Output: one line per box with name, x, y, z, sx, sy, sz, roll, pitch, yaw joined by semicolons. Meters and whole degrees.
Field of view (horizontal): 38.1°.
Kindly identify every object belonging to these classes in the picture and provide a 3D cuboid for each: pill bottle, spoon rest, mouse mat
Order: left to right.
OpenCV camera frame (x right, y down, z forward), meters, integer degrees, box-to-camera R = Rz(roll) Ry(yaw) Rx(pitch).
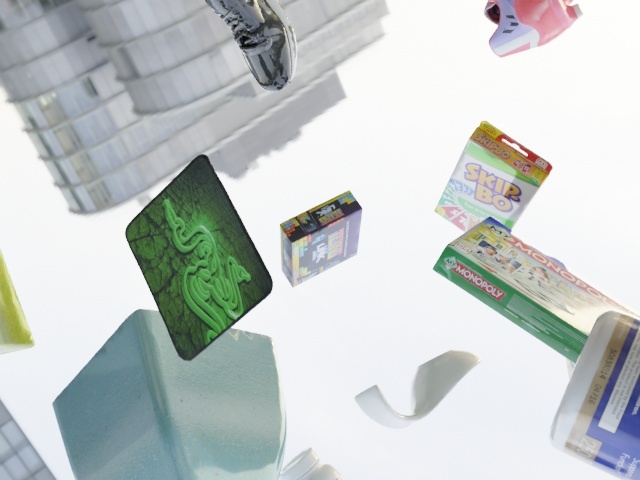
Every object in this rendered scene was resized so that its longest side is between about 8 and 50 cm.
mouse mat;-0.139;0.018;1.017;0.153;0.189;0.007;-41;155;24
pill bottle;0.010;0.382;1.340;0.087;0.160;0.087;-38;-179;0
spoon rest;0.172;0.248;1.541;0.276;0.084;0.137;-13;163;-47
pill bottle;0.366;0.181;0.874;0.265;0.153;0.153;23;-134;19

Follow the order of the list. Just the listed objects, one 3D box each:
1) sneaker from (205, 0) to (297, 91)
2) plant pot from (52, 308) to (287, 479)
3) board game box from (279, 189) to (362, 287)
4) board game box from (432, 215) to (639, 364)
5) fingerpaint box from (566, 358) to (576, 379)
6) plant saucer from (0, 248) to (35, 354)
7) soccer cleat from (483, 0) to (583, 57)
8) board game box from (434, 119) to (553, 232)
sneaker;-0.132;-0.363;1.450;0.107;0.283;0.124;-5;-164;42
plant pot;-0.194;0.284;1.287;0.247;0.248;0.252;-45;-134;28
board game box;0.000;0.000;1.630;0.141;0.170;0.048;-26;-115;-14
board game box;0.326;0.086;1.265;0.317;0.046;0.213;34;-156;15
fingerpaint box;0.671;0.210;1.582;0.371;0.163;0.445;-8;-179;-4
plant saucer;-0.552;0.102;1.397;0.188;0.188;0.045;-13;-166;11
soccer cleat;0.211;-0.275;0.992;0.095;0.083;0.248;-28;-150;20
board game box;0.257;-0.077;1.407;0.124;0.259;0.039;35;-116;10
